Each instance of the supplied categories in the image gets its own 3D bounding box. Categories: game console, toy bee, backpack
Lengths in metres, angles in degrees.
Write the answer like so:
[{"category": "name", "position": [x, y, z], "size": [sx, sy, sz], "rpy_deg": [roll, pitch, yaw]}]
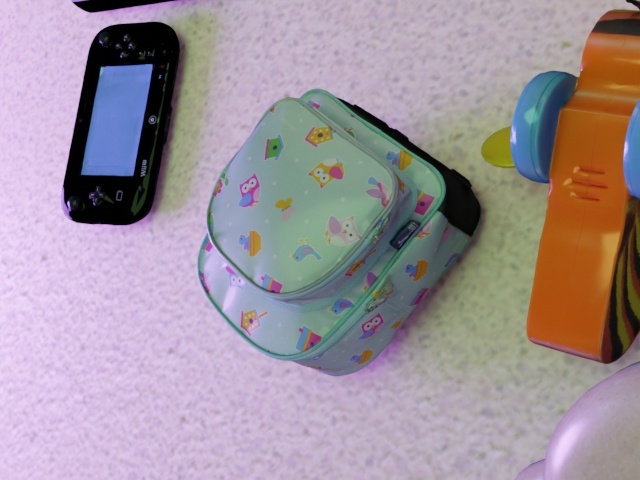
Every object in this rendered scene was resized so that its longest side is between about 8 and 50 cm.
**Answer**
[{"category": "game console", "position": [-0.166, -0.190, 1.004], "size": [0.213, 0.044, 0.361], "rpy_deg": [1, 78, 36]}, {"category": "toy bee", "position": [0.209, -0.078, 0.656], "size": [0.195, 0.162, 0.298], "rpy_deg": [37, 125, 29]}, {"category": "backpack", "position": [0.000, 0.000, 0.770], "size": [0.166, 0.144, 0.188], "rpy_deg": [40, 104, 31]}]

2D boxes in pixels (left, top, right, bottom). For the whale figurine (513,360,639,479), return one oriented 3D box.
[{"category": "whale figurine", "position": [0.209, 0.190, 0.592], "size": [0.216, 0.141, 0.271], "rpy_deg": [30, 119, 38]}]
